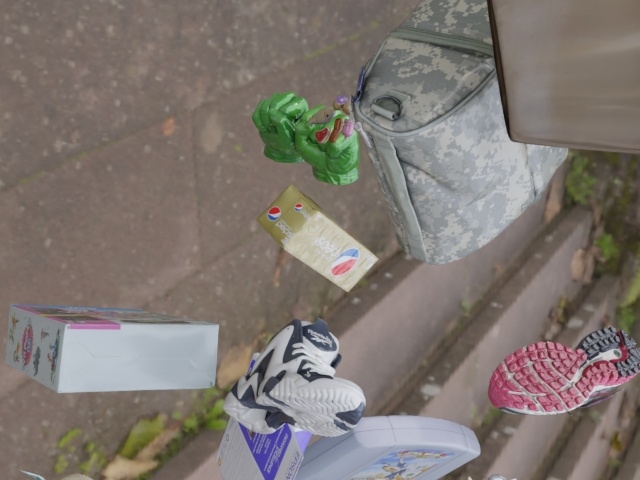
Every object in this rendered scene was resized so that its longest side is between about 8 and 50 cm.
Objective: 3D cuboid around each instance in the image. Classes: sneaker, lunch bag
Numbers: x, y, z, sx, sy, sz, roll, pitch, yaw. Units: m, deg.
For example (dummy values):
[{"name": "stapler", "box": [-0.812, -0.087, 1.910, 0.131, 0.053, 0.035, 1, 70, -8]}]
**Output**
[{"name": "sneaker", "box": [-0.010, 0.152, 1.164, 0.094, 0.235, 0.153, 39, 59, -17]}, {"name": "lunch bag", "box": [0.171, -0.140, 1.265, 0.256, 0.212, 0.305, -53, 144, -24]}, {"name": "sneaker", "box": [0.391, 0.231, 1.546, 0.299, 0.121, 0.112, -6, 146, -31]}]

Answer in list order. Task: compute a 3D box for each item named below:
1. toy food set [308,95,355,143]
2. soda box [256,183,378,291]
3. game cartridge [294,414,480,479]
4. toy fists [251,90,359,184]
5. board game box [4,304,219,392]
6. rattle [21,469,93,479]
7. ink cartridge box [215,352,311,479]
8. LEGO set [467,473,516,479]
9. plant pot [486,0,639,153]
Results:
[{"name": "toy food set", "box": [0.026, -0.203, 1.646, 0.019, 0.122, 0.078, 1, 68, -48]}, {"name": "soda box", "box": [0.000, 0.000, 1.166, 0.061, 0.058, 0.181, -47, 149, 4]}, {"name": "game cartridge", "box": [0.109, 0.341, 1.513, 0.297, 0.198, 0.062, 15, 51, -42]}, {"name": "toy fists", "box": [-0.032, -0.214, 1.945, 0.096, 0.279, 0.142, -25, 126, -35]}, {"name": "board game box", "box": [-0.315, 0.154, 1.413, 0.224, 0.303, 0.097, 5, 88, -32]}, {"name": "rattle", "box": [-0.443, 0.465, 1.765, 0.143, 0.199, 0.130, -35, 128, -53]}, {"name": "ink cartridge box", "box": [-0.073, 0.297, 1.307, 0.045, 0.208, 0.206, 7, 120, -27]}, {"name": "LEGO set", "box": [0.119, 0.325, 0.896, 0.287, 0.132, 0.107, 92, -18, -55]}, {"name": "plant pot", "box": [0.319, -0.215, 0.978, 0.323, 0.280, 0.323, -9, 90, -80]}]
